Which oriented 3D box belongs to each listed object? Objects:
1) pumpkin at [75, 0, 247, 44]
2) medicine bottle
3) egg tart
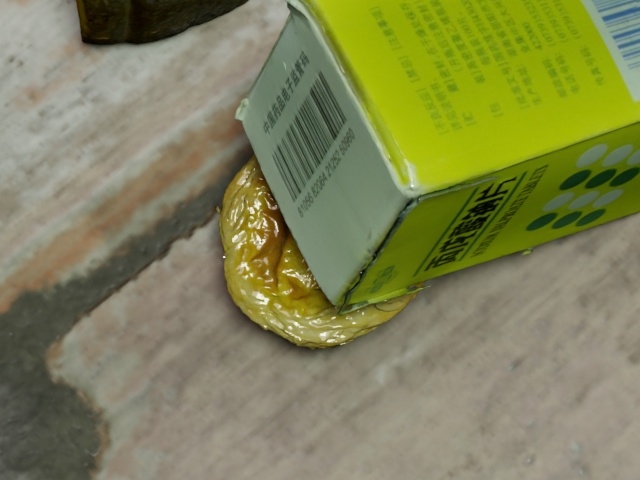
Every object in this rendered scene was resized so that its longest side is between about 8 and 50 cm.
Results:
[{"bbox_3d":[-0.110,-0.251,1.159,0.131,0.126,0.248,-15,71,-8],"label":"pumpkin"},{"bbox_3d":[0.098,-0.078,1.057,0.250,0.137,0.141,-18,72,-26],"label":"medicine bottle"},{"bbox_3d":[0.000,0.000,1.109,0.130,0.052,0.130,0,72,-1],"label":"egg tart"}]
